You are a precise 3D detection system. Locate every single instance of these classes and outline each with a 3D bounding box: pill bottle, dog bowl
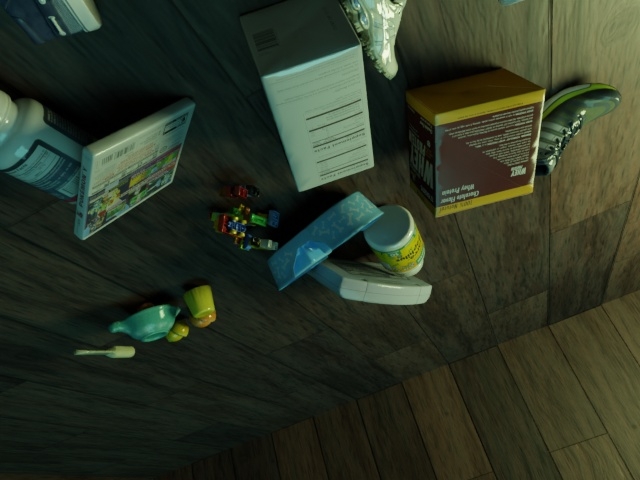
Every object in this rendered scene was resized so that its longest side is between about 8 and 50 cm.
[{"bbox_3d":[0.185,0.010,1.203,0.117,0.117,0.208,-24,148,10],"label":"pill bottle"},{"bbox_3d":[0.000,0.000,1.081,0.297,0.074,0.166,-39,176,29],"label":"dog bowl"},{"bbox_3d":[-0.398,-0.134,0.700,0.108,0.108,0.180,-29,146,17],"label":"pill bottle"}]

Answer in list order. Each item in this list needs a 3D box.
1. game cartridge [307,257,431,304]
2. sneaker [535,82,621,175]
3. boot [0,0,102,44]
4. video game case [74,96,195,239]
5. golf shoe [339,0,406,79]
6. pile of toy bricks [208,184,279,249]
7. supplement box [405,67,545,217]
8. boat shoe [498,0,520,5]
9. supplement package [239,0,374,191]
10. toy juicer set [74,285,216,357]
[{"bbox_3d":[0.125,0.102,1.255,0.297,0.198,0.062,8,106,-34],"label":"game cartridge"},{"bbox_3d":[0.461,-0.199,1.012,0.300,0.121,0.111,-31,146,20],"label":"sneaker"},{"bbox_3d":[-0.319,-0.292,0.530,0.086,0.069,0.190,-20,150,-2],"label":"boot"},{"bbox_3d":[-0.281,-0.110,0.757,0.201,0.023,0.183,-49,176,-45],"label":"video game case"},{"bbox_3d":[0.094,-0.308,0.720,0.086,0.069,0.176,-31,147,10],"label":"golf shoe"},{"bbox_3d":[-0.167,-0.042,0.985,0.105,0.118,0.212,3,171,19],"label":"pile of toy bricks"},{"bbox_3d":[0.265,-0.174,0.888,0.191,0.129,0.194,-14,125,-6],"label":"supplement box"},{"bbox_3d":[0.340,-0.413,0.674,0.228,0.080,0.076,-24,121,29],"label":"boat shoe"},{"bbox_3d":[-0.011,-0.210,0.745,0.134,0.139,0.244,-19,148,-1],"label":"supplement package"},{"bbox_3d":[-0.417,0.207,1.250,0.329,0.089,0.209,-21,162,-11],"label":"toy juicer set"}]
